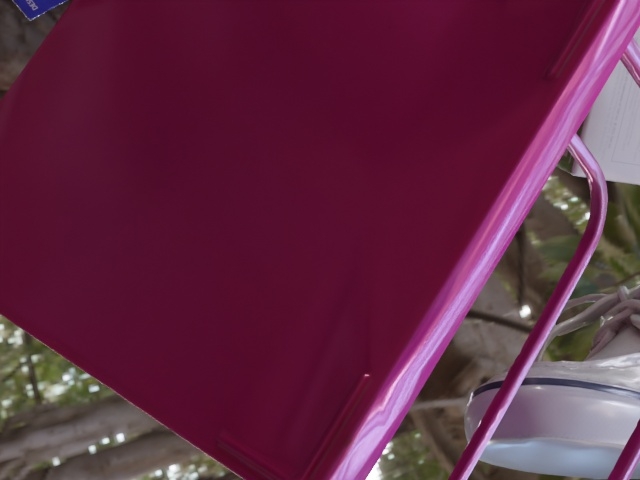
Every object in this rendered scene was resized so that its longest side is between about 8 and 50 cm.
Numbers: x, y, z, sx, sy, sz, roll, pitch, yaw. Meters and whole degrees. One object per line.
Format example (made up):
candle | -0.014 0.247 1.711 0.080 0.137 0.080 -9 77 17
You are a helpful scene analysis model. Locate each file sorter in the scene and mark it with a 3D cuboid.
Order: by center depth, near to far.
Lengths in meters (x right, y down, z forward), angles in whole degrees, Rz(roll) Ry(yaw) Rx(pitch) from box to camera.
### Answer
file sorter | 0.000 0.000 0.515 0.291 0.182 0.202 22 -104 45

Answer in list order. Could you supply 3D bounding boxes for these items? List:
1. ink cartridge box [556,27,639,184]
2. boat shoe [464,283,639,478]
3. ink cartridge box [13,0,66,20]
ink cartridge box | 0.250 -0.087 0.746 0.062 0.209 0.109 -133 -128 -68
boat shoe | 0.237 0.084 0.817 0.136 0.367 0.156 -21 -114 49
ink cartridge box | -0.102 -0.287 0.841 0.371 0.176 0.069 -23 -132 11
